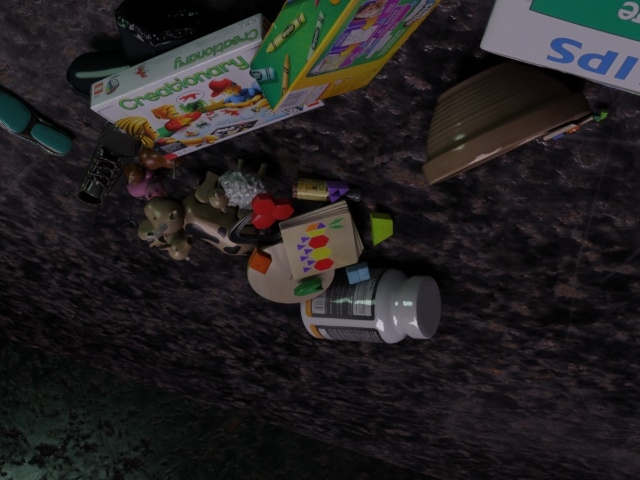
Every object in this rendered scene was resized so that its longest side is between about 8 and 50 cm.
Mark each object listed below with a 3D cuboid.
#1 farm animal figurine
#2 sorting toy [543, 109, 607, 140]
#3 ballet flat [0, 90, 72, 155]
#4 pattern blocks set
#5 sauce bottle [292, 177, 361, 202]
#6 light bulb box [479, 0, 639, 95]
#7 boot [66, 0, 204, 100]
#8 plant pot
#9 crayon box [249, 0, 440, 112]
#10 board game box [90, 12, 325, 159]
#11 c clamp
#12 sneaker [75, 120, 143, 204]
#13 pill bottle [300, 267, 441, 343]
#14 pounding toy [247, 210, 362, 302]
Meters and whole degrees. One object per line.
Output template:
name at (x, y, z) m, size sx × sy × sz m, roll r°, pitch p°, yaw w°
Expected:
farm animal figurine at (-0.263, -0.050, 1.542) m, size 0.326 × 0.172 × 0.330 m, roll 17°, pitch 152°, yaw 2°
sorting toy at (0.368, -0.165, 1.101) m, size 0.083 × 0.062 × 0.012 m, roll -24°, pitch 90°, yaw 52°
ballet flat at (-0.589, -0.229, 1.540) m, size 0.188 × 0.070 × 0.070 m, roll 39°, pitch 145°, yaw -28°
pattern blocks set at (0.000, 0.000, 1.484) m, size 0.285 × 0.026 × 0.325 m, roll -10°, pitch 142°, yaw -9°
sauce bottle at (0.012, -0.093, 1.446) m, size 0.128 × 0.042 × 0.042 m, roll 5°, pitch 150°, yaw 5°
light bulb box at (0.289, -0.340, 0.517) m, size 0.225 × 0.358 × 0.361 m, roll 18°, pitch 151°, yaw 5°
boot at (-0.294, -0.299, 1.201) m, size 0.246 × 0.094 × 0.207 m, roll 10°, pitch 155°, yaw 2°
plant pot at (0.236, -0.172, 1.051) m, size 0.237 × 0.237 × 0.110 m, roll -24°, pitch 90°, yaw 51°
crayon box at (0.038, -0.278, 0.967) m, size 0.081 × 0.165 × 0.278 m, roll 63°, pitch 149°, yaw 9°
board game box at (-0.171, -0.226, 1.182) m, size 0.305 × 0.053 × 0.193 m, roll -16°, pitch 154°, yaw 23°
c clamp at (-0.092, -0.035, 1.454) m, size 0.160 × 0.022 × 0.137 m, roll -1°, pitch 145°, yaw -36°
sneaker at (-0.414, -0.149, 1.513) m, size 0.083 × 0.118 × 0.222 m, roll 26°, pitch 151°, yaw -13°
pill bottle at (0.109, 0.140, 1.670) m, size 0.278 × 0.162 × 0.162 m, roll 0°, pitch 146°, yaw 32°
pounding toy at (-0.046, 0.018, 1.620) m, size 0.237 × 0.110 × 0.183 m, roll -37°, pitch 126°, yaw 24°
